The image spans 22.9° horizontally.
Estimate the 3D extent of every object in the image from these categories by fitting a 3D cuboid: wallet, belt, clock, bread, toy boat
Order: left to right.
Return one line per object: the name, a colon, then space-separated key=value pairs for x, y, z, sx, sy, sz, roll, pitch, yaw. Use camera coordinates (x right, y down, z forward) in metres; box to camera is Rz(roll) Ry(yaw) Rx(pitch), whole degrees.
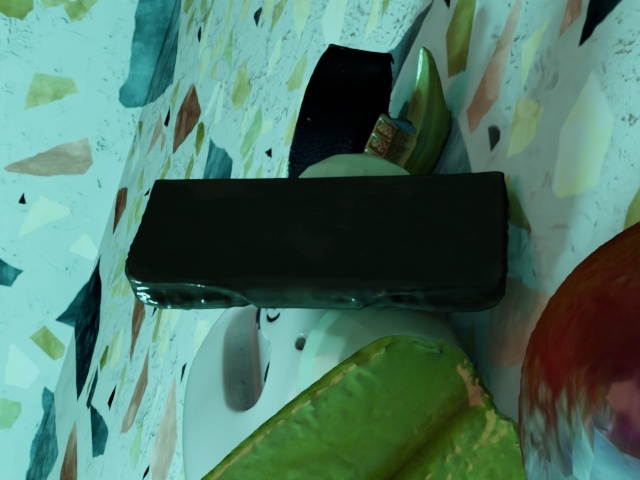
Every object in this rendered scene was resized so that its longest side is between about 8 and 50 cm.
bread: x=-0.010 y=0.249 z=1.157 sx=0.245 sy=0.233 sz=0.361 roll=-36 pitch=-12 yaw=-46
wallet: x=0.000 y=0.000 z=1.302 sx=0.165 sy=0.309 sz=0.042 roll=-82 pitch=-11 yaw=-50
clock: x=0.004 y=0.117 z=1.431 sx=0.326 sy=0.184 sz=0.342 roll=-58 pitch=29 yaw=33
belt: x=0.019 y=-0.097 z=1.600 sx=0.151 sy=0.078 sz=0.198 roll=67 pitch=-143 yaw=-69
toy boat: x=0.082 y=-0.101 z=1.522 sx=0.065 sy=0.066 sz=0.172 roll=-105 pitch=34 yaw=-62

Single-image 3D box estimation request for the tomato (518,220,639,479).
tomato: x=0.196 y=0.127 z=0.712 sx=0.335 sy=0.176 sz=0.289 roll=-141 pitch=49 yaw=-57
